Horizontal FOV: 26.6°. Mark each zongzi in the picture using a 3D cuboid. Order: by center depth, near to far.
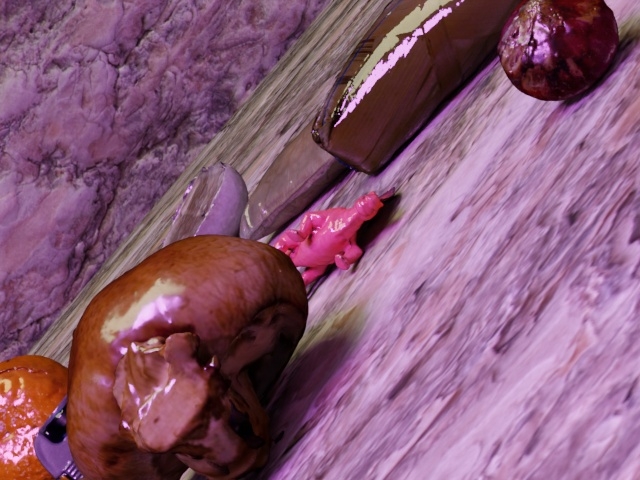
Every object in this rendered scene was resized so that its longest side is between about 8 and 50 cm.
[{"bbox_3d":[0.123,-0.204,1.546,0.260,0.123,0.289,-56,17,-15],"label":"zongzi"}]

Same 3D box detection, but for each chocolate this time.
[{"bbox_3d":[-0.175,-0.019,2.084,0.185,0.100,0.303,-60,10,-6],"label":"chocolate"}]

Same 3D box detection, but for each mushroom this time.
[{"bbox_3d":[-0.119,0.109,1.187,0.263,0.195,0.283,-43,11,-5],"label":"mushroom"}]

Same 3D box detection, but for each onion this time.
[{"bbox_3d":[0.208,-0.171,1.179,0.107,0.097,0.107,-12,68,30],"label":"onion"}]

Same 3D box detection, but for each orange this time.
[{"bbox_3d":[-0.356,0.239,1.665,0.193,0.193,0.161,-51,-7,-13],"label":"orange"}]

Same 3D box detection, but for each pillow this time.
[{"bbox_3d":[0.002,-0.122,1.822,0.302,0.075,0.185,-41,16,37],"label":"pillow"}]

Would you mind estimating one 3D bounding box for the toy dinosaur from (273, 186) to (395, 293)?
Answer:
[{"bbox_3d":[0.006,-0.005,1.478,0.139,0.070,0.286,-43,4,-32],"label":"toy dinosaur"}]

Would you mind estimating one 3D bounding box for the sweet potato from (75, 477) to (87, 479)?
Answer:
[{"bbox_3d":[-0.302,0.315,1.344,0.337,0.131,0.131,-46,11,14],"label":"sweet potato"}]

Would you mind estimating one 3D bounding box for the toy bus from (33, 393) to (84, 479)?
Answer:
[{"bbox_3d":[-0.205,0.184,1.451,0.209,0.126,0.136,-51,3,-17],"label":"toy bus"}]
